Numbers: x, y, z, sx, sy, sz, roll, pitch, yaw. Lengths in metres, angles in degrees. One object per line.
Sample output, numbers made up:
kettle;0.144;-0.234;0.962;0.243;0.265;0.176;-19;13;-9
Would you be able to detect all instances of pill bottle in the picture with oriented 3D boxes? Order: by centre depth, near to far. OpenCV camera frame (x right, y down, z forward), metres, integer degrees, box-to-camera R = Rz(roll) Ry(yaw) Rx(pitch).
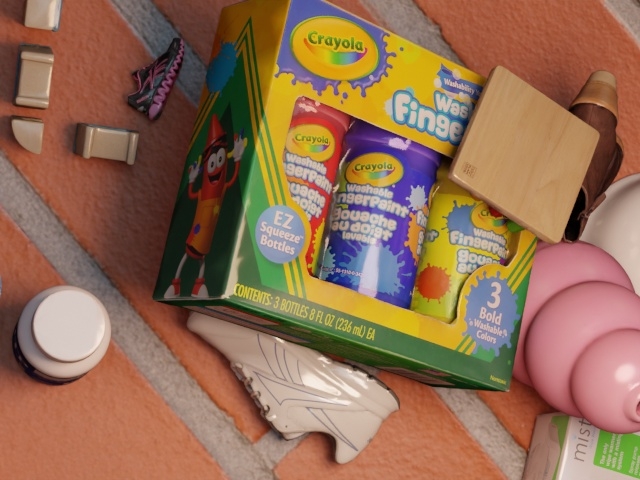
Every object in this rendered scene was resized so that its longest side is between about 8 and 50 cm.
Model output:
pill bottle;-0.310;0.113;1.798;0.112;0.187;0.112;3;78;-15

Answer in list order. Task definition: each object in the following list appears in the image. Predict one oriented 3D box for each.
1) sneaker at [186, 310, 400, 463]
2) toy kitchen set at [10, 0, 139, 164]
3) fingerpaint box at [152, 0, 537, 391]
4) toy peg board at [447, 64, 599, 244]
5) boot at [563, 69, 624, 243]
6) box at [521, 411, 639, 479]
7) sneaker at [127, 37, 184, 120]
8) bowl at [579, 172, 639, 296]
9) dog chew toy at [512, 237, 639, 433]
sneaker;-0.046;0.178;1.903;0.297;0.111;0.129;31;84;-5
toy kitchen set;-0.306;-0.212;1.918;0.166;0.122;0.207;7;98;-14
fingerpaint box;0.061;-0.047;1.807;0.445;0.163;0.371;21;76;-34
toy peg board;0.230;-0.095;1.801;0.161;0.079;0.161;31;66;-17
boot;0.341;-0.080;1.970;0.090;0.248;0.207;12;58;14
box;0.378;0.380;1.967;0.231;0.127;0.262;19;76;-13
sneaker;-0.217;-0.219;1.964;0.057;0.047;0.119;22;73;2
bowl;0.508;0.034;2.062;0.298;0.134;0.298;3;78;-15
dog chew toy;0.337;0.131;1.891;0.207;0.332;0.206;-7;116;-15
